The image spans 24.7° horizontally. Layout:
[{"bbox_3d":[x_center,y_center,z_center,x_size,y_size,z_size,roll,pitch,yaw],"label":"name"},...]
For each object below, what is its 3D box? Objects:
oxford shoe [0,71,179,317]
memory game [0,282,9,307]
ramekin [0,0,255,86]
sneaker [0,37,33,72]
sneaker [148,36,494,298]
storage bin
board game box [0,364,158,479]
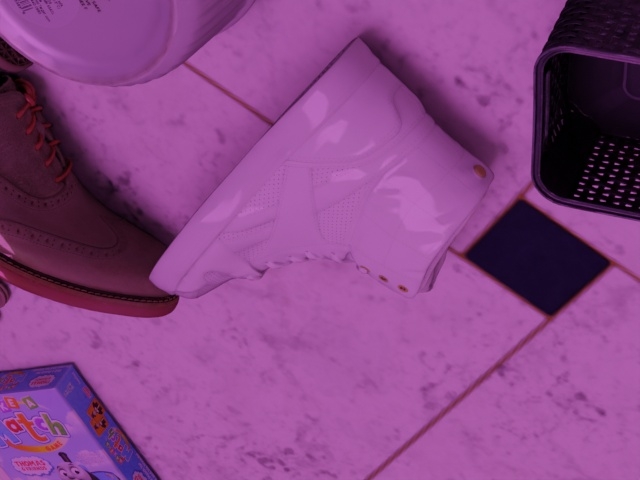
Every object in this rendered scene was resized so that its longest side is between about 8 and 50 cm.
[{"bbox_3d":[-0.243,-0.055,1.147,0.348,0.123,0.130,30,105,-20],"label":"oxford shoe"},{"bbox_3d":[-0.374,0.019,1.367,0.186,0.012,0.186,16,136,16],"label":"memory game"},{"bbox_3d":[-0.143,-0.198,0.960,0.207,0.109,0.207,16,136,16],"label":"ramekin"},{"bbox_3d":[-0.275,-0.205,1.075,0.071,0.066,0.188,-5,123,54],"label":"sneaker"},{"bbox_3d":[0.000,0.000,1.068,0.169,0.108,0.292,41,136,-7],"label":"sneaker"},{"bbox_3d":[0.226,-0.078,0.883,0.180,0.084,0.122,13,135,20],"label":"storage bin"},{"bbox_3d":[-0.257,0.217,1.469,0.160,0.039,0.211,-10,123,36],"label":"board game box"}]
